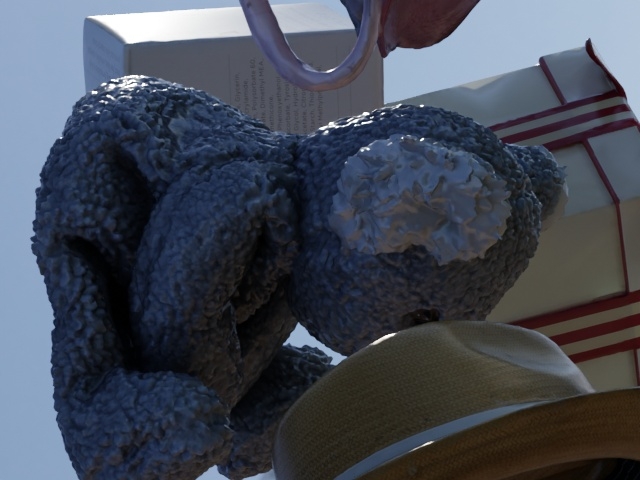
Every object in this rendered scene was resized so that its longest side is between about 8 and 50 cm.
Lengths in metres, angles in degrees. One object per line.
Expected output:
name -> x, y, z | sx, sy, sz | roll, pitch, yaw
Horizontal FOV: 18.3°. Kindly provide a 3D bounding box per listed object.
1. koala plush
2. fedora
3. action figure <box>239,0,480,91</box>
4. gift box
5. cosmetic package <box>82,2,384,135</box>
koala plush -> 0.000, 0.000, 0.920 | 0.196, 0.221, 0.203 | -2, -102, -68
fedora -> 0.046, 0.083, 0.737 | 0.194, 0.079, 0.194 | -18, -29, -10
action figure -> 0.133, -0.264, 1.053 | 0.370, 0.248, 0.276 | -22, 5, 40
gift box -> 0.169, 0.001, 1.571 | 0.255, 0.258, 0.276 | -108, 5, -50
cosmetic package -> -0.063, -0.082, 1.411 | 0.151, 0.184, 0.151 | -143, 50, -68
